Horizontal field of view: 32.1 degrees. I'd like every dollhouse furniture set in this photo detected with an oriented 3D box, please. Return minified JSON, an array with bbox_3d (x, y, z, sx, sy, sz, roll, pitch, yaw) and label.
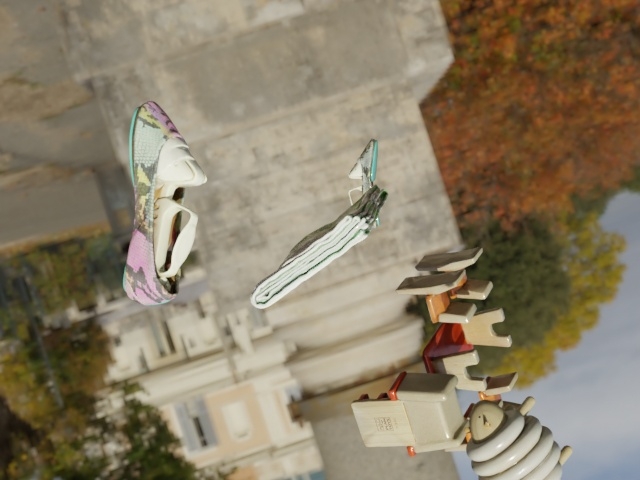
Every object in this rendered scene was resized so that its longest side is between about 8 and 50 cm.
[{"bbox_3d":[0.159,0.177,1.517,0.135,0.262,0.259,-7,-159,30],"label":"dollhouse furniture set"}]

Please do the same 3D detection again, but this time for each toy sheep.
[{"bbox_3d":[0.185,0.204,1.035,0.091,0.132,0.091,-40,180,0],"label":"toy sheep"}]

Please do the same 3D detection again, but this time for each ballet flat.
[{"bbox_3d":[0.055,-0.072,1.413,0.041,0.114,0.041,-1,-177,0],"label":"ballet flat"},{"bbox_3d":[-0.164,-0.040,1.193,0.079,0.221,0.077,1,175,30],"label":"ballet flat"}]

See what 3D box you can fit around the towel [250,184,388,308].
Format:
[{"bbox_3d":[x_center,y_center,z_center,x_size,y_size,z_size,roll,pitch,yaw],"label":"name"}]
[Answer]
[{"bbox_3d":[0.000,0.000,0.909,0.113,0.023,0.152,-35,-174,15],"label":"towel"}]
